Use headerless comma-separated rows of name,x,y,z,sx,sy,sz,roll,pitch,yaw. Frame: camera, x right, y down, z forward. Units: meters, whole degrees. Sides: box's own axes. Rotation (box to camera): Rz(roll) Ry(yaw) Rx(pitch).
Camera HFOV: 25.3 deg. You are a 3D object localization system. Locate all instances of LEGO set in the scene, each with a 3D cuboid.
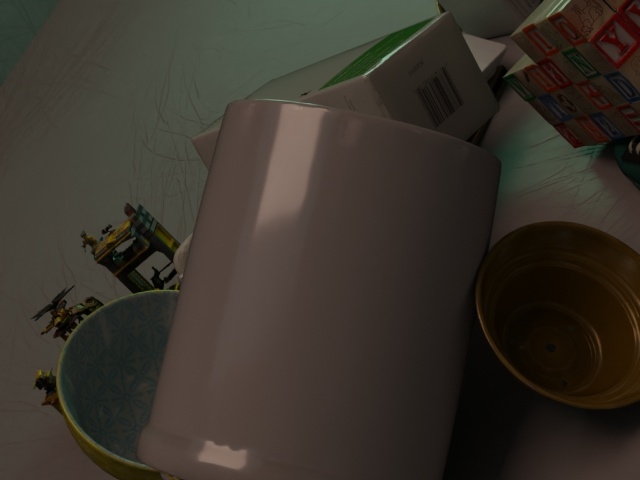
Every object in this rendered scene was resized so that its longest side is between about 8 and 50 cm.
LEGO set,-0.324,0.097,2.127,0.331,0.192,0.255,-36,17,25

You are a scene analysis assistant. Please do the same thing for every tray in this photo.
tray,0.146,-0.178,1.998,0.270,0.030,0.145,-46,24,-3

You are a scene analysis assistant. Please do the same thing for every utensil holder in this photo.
utensil holder,0.003,0.074,1.500,0.327,0.327,0.385,6,83,55

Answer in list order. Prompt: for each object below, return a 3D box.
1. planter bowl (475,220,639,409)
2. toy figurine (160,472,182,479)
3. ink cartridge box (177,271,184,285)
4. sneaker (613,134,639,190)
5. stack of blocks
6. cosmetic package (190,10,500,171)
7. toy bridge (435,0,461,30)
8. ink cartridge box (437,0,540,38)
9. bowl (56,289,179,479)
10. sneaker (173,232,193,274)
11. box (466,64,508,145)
planter bowl,0.251,0.094,1.475,0.090,0.217,0.217,113,178,-55
toy figurine,-0.033,0.386,1.550,0.362,0.191,0.217,9,91,48
ink cartridge box,0.000,0.000,1.831,0.324,0.071,0.330,-21,2,5
sneaker,0.398,-0.097,1.528,0.108,0.121,0.302,-50,28,-2
stack of blocks,0.305,-0.202,1.603,0.087,0.171,0.297,-46,6,-7
cosmetic package,0.026,-0.150,1.875,0.365,0.155,0.197,-13,23,47
toy bridge,0.210,-0.385,2.222,0.063,0.026,0.188,-18,40,45
ink cartridge box,0.256,-0.462,2.078,0.115,0.198,0.273,-4,51,50
bowl,-0.198,0.221,1.857,0.156,0.289,0.289,100,-179,-47
sneaker,-0.122,0.002,2.091,0.240,0.091,0.126,-28,-2,-27
box,0.162,-0.165,2.019,0.201,0.021,0.164,-12,41,48
